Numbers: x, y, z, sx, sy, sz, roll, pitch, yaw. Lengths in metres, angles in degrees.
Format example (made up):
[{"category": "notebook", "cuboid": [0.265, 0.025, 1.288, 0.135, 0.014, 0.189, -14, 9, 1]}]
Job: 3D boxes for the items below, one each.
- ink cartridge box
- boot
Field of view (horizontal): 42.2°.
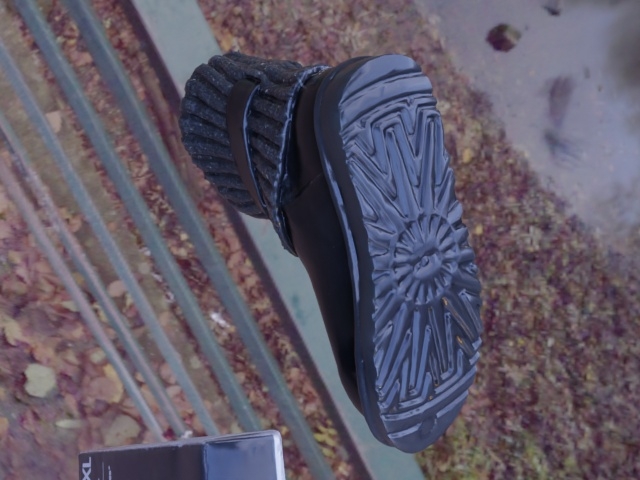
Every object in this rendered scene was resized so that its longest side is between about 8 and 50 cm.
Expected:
[{"category": "ink cartridge box", "cuboid": [-0.130, 0.248, 0.648, 0.069, 0.371, 0.176, 1, 76, -29]}, {"category": "boot", "cuboid": [0.003, -0.002, 0.747, 0.131, 0.260, 0.348, -19, 107, -35]}]
